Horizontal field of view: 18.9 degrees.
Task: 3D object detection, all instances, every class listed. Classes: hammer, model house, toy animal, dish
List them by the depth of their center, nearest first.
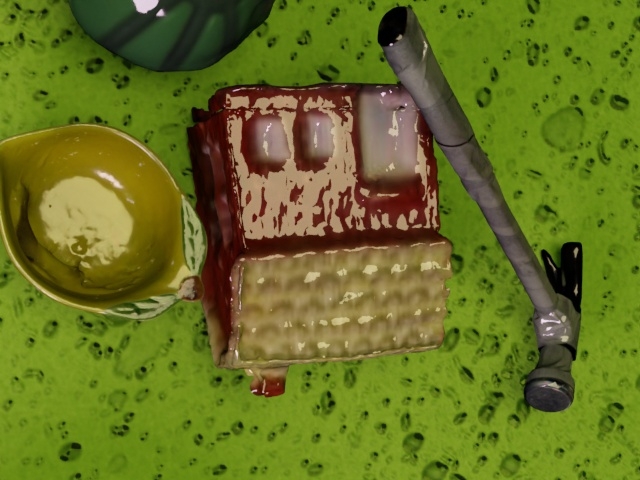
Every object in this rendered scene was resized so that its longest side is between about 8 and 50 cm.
[{"bbox_3d":[-0.175,-0.280,1.545,0.338,0.191,0.216,42,76,-12],"label":"toy animal"},{"bbox_3d":[0.139,-0.029,1.583,0.427,0.044,0.152,55,38,-45],"label":"hammer"},{"bbox_3d":[-0.187,-0.013,1.588,0.207,0.080,0.149,40,77,-10],"label":"dish"},{"bbox_3d":[0.000,0.000,1.608,0.196,0.160,0.254,-3,90,-18],"label":"model house"}]
